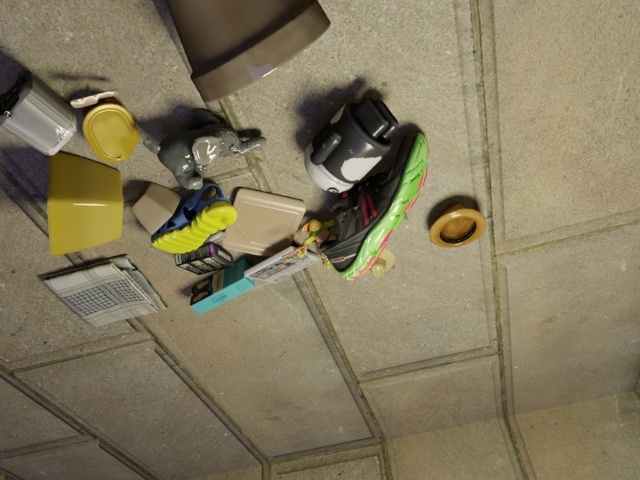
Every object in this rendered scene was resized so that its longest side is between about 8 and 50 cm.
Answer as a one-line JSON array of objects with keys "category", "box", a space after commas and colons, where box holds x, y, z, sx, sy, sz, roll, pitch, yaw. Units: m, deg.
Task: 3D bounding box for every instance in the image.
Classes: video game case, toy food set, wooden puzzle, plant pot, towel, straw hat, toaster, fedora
[{"category": "video game case", "box": [-0.128, 0.085, 1.849, 0.201, 0.023, 0.183, -28, 157, 21]}, {"category": "toy food set", "box": [-0.558, -0.308, 1.425, 0.128, 0.071, 0.218, -28, 142, -17]}, {"category": "wooden puzzle", "box": [-0.184, -0.053, 1.743, 0.220, 0.044, 0.239, 11, 129, -17]}, {"category": "plant pot", "box": [-0.490, -0.103, 1.614, 0.096, 0.109, 0.109, 40, 121, -23]}, {"category": "towel", "box": [-0.742, 0.192, 1.918, 0.324, 0.056, 0.312, -15, 135, 8]}, {"category": "straw hat", "box": [0.200, 0.093, 1.917, 0.144, 0.061, 0.145, -4, 135, -4]}, {"category": "plant pot", "box": [-0.657, -0.101, 1.533, 0.187, 0.212, 0.212, 0, 137, -25]}, {"category": "plant pot", "box": [-0.186, -0.492, 1.136, 0.323, 0.323, 0.280, -25, 116, 18]}, {"category": "toaster", "box": [-0.678, -0.300, 1.307, 0.129, 0.227, 0.146, -47, 129, 2]}, {"category": "fedora", "box": [0.440, -0.056, 1.779, 0.194, 0.079, 0.194, -3, 142, -2]}]

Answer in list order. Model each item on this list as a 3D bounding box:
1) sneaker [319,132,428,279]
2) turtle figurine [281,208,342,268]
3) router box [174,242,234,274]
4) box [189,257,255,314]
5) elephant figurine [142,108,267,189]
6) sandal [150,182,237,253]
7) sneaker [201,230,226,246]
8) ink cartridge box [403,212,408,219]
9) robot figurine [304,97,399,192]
[{"category": "sneaker", "box": [0.147, -0.108, 1.593, 0.202, 0.185, 0.483, 36, 108, 12]}, {"category": "turtle figurine", "box": [0.000, 0.000, 1.768, 0.269, 0.087, 0.217, -44, 138, -8]}, {"category": "router box", "box": [-0.374, 0.064, 1.780, 0.133, 0.046, 0.179, -14, 164, 8]}, {"category": "box", "box": [-0.340, 0.159, 1.896, 0.244, 0.101, 0.060, -28, 131, 20]}, {"category": "elephant figurine", "box": [-0.300, -0.261, 1.458, 0.239, 0.186, 0.169, -36, 86, 14]}, {"category": "sandal", "box": [-0.383, -0.066, 1.644, 0.317, 0.138, 0.126, -27, 149, 22]}, {"category": "sneaker", "box": [-0.372, -0.008, 1.743, 0.152, 0.061, 0.053, -19, 168, 18]}, {"category": "ink cartridge box", "box": [0.217, -0.088, 1.732, 0.115, 0.063, 0.029, 14, 131, -19]}, {"category": "robot figurine", "box": [0.079, -0.251, 1.471, 0.209, 0.174, 0.278, 29, 125, -28]}]
